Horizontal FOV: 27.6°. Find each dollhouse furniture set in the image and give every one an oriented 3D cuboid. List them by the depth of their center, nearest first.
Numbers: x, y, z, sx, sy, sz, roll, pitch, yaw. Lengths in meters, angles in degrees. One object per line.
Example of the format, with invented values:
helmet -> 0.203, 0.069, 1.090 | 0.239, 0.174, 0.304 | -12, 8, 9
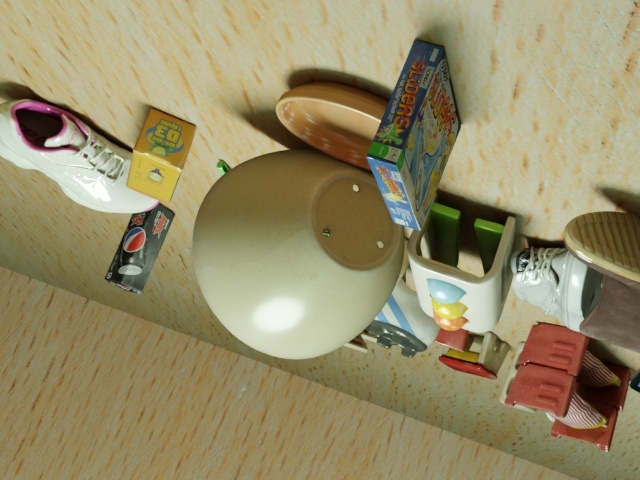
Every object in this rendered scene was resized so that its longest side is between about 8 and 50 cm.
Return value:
dollhouse furniture set -> 0.336, 0.236, 2.311 | 0.374, 0.152, 0.201 | 9, 161, 42

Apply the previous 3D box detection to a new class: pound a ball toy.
pound a ball toy -> 0.162, 0.042, 1.868 | 0.208, 0.136, 0.319 | 18, 165, 12

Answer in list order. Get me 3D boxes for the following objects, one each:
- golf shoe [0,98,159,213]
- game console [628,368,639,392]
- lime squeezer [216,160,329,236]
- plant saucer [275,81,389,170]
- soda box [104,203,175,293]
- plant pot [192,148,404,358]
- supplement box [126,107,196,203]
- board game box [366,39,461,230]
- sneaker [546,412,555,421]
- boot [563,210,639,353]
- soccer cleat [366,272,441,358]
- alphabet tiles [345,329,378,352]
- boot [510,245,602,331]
golf shoe -> -0.385, -0.133, 2.085 | 0.306, 0.115, 0.140 | 25, 163, -17
game console -> 0.579, 0.222, 2.027 | 0.144, 0.085, 0.124 | 28, 170, -26
lime squeezer -> -0.062, -0.032, 2.094 | 0.310, 0.059, 0.110 | 29, 165, -24
plant saucer -> 0.044, -0.137, 1.566 | 0.200, 0.037, 0.200 | 21, 166, 5
soda box -> -0.336, 0.010, 2.429 | 0.053, 0.169, 0.060 | 8, 161, 41
plant pot -> 0.000, 0.000, 1.700 | 0.284, 0.284, 0.191 | 27, 155, -21
supplement box -> -0.242, -0.124, 1.971 | 0.078, 0.080, 0.233 | 22, 168, -7
board game box -> 0.103, -0.107, 1.386 | 0.035, 0.136, 0.201 | 18, 167, 17
sneaker -> 0.478, 0.311, 2.470 | 0.103, 0.111, 0.252 | 12, 164, 34
boot -> 0.370, 0.066, 1.601 | 0.248, 0.090, 0.207 | 16, 143, -15
soccer cleat -> 0.058, 0.074, 2.152 | 0.331, 0.143, 0.116 | 23, 164, 21
alphabet tiles -> -0.050, 0.090, 2.285 | 0.342, 0.011, 0.285 | 20, -161, -22
boot -> 0.311, 0.048, 1.758 | 0.123, 0.095, 0.258 | 23, 162, 17
